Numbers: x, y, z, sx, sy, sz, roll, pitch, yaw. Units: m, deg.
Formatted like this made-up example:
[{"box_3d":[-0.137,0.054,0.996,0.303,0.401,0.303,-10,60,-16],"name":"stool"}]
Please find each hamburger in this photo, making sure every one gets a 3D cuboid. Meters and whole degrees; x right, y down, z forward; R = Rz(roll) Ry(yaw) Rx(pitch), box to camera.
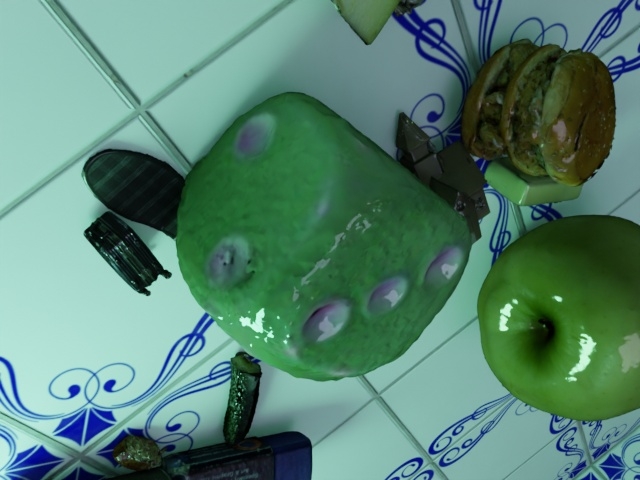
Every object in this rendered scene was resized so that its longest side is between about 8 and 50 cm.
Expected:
[{"box_3d":[0.389,-0.223,1.169,0.245,0.211,0.260,-59,137,-10],"name":"hamburger"}]

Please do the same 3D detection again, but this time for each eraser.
[{"box_3d":[0.430,-0.125,1.352,0.172,0.117,0.058,-8,128,-29],"name":"eraser"},{"box_3d":[-0.177,0.513,1.434,0.332,0.102,0.154,-1,95,-33],"name":"eraser"}]

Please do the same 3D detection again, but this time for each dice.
[{"box_3d":[0.000,0.000,1.003,0.330,0.318,0.322,-51,137,7],"name":"dice"}]

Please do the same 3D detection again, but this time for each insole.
[{"box_3d":[-0.234,-0.045,1.036,0.110,0.012,0.309,-43,137,1],"name":"insole"}]

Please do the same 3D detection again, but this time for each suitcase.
[{"box_3d":[-0.288,0.019,0.997,0.059,0.086,0.126,-45,139,-18],"name":"suitcase"}]

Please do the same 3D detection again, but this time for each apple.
[{"box_3d":[0.588,0.164,1.477,0.474,0.473,0.473,-19,133,-21],"name":"apple"}]

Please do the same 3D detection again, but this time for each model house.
[{"box_3d":[0.192,-0.114,1.187,0.181,0.176,0.248,-33,120,-9],"name":"model house"}]

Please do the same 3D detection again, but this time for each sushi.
[{"box_3d":[-0.349,0.409,1.302,0.055,0.052,0.120,-33,136,15],"name":"sushi"}]

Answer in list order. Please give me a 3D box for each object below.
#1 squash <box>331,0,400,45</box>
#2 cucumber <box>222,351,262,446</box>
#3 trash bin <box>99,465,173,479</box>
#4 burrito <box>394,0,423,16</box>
[{"box_3d":[0.067,-0.406,0.839,0.155,0.204,0.237,-15,146,24],"name":"squash"},{"box_3d":[-0.159,0.328,1.360,0.067,0.067,0.245,-11,132,-28],"name":"cucumber"},{"box_3d":[-0.431,0.554,1.253,0.302,0.202,0.252,-3,166,-35],"name":"trash bin"},{"box_3d":[0.145,-0.414,0.973,0.058,0.045,0.188,10,124,-10],"name":"burrito"}]
